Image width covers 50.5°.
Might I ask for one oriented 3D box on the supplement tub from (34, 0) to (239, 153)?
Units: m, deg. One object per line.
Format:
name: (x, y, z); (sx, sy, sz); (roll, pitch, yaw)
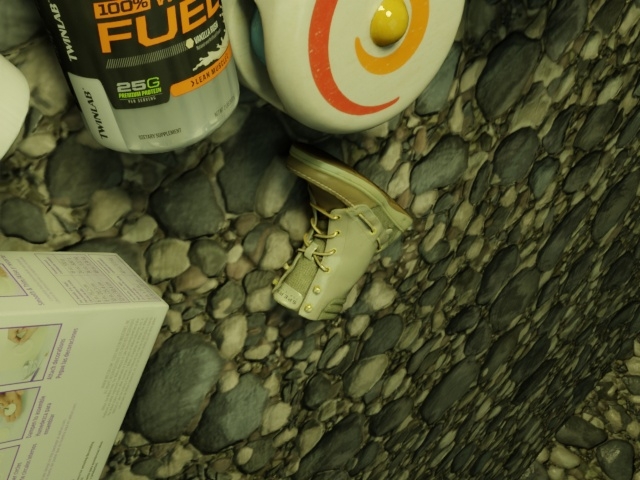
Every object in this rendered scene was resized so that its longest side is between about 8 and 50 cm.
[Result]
supplement tub: (-0.124, -0.162, 0.439); (0.117, 0.117, 0.190); (-32, 138, -23)

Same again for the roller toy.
roller toy: (0.014, -0.188, 0.532); (0.209, 0.146, 0.191); (8, 114, -48)

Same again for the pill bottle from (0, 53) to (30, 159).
pill bottle: (-0.265, -0.115, 0.334); (0.121, 0.121, 0.221); (-49, 142, -3)

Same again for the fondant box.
fondant box: (-0.301, 0.127, 0.488); (0.330, 0.096, 0.238); (2, 119, -52)

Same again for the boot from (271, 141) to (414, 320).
boot: (0.000, 0.000, 0.724); (0.165, 0.077, 0.213); (-53, 144, 5)
